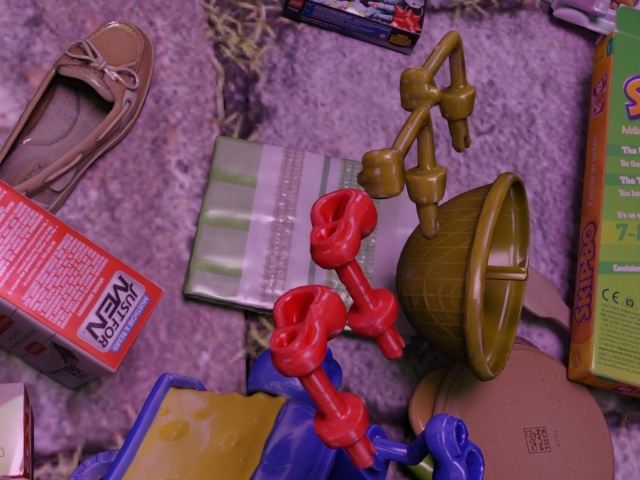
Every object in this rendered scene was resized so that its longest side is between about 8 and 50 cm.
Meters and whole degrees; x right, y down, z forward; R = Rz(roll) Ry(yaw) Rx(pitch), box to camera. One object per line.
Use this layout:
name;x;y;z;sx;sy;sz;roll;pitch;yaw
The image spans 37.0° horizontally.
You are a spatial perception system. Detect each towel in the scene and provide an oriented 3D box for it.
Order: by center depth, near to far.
towel;0.000;0.000;0.585;0.152;0.023;0.113;12;64;-6

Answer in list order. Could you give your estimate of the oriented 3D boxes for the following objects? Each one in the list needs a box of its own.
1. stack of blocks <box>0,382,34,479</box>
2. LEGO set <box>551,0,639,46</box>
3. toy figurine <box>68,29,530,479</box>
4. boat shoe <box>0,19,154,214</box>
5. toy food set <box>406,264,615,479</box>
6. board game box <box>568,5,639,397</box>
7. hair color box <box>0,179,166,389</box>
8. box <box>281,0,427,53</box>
stack of blocks;-0.212;0.218;0.407;0.171;0.087;0.297;0;69;-14
LEGO set;0.264;-0.275;0.707;0.132;0.107;0.287;18;66;-6
toy figurine;-0.037;0.079;0.453;0.191;0.217;0.362;58;37;-32
boat shoe;-0.145;-0.076;0.561;0.056;0.048;0.153;32;65;0
toy food set;0.113;0.118;0.559;0.132;0.038;0.192;40;57;-3
board game box;0.230;-0.023;0.613;0.124;0.039;0.259;16;70;-11
hair color box;-0.171;0.006;0.477;0.167;0.093;0.053;37;63;-15
box;0.033;-0.204;0.667;0.094;0.027;0.137;15;66;-8
